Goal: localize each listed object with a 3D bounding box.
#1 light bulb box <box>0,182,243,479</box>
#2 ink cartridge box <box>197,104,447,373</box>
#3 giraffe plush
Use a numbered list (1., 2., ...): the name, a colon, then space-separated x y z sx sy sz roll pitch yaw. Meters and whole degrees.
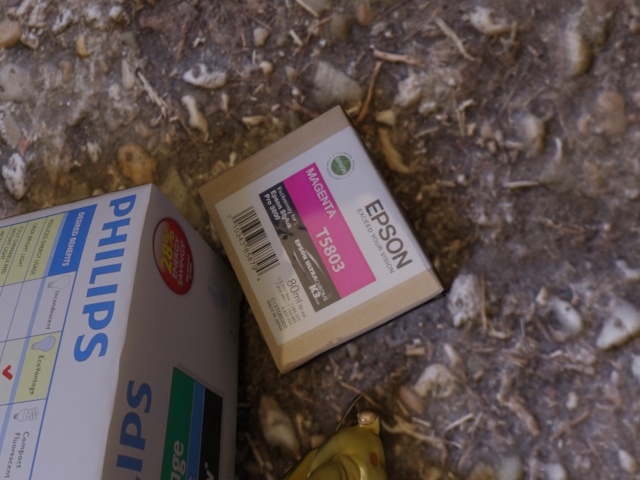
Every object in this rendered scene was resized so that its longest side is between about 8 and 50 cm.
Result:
1. light bulb box: -0.283 0.177 0.510 0.361 0.225 0.357 -11 57 13
2. ink cartridge box: 0.000 0.000 0.591 0.193 0.088 0.234 -30 76 10
3. giraffe plush: 0.045 0.286 0.520 0.170 0.181 0.210 42 59 6
